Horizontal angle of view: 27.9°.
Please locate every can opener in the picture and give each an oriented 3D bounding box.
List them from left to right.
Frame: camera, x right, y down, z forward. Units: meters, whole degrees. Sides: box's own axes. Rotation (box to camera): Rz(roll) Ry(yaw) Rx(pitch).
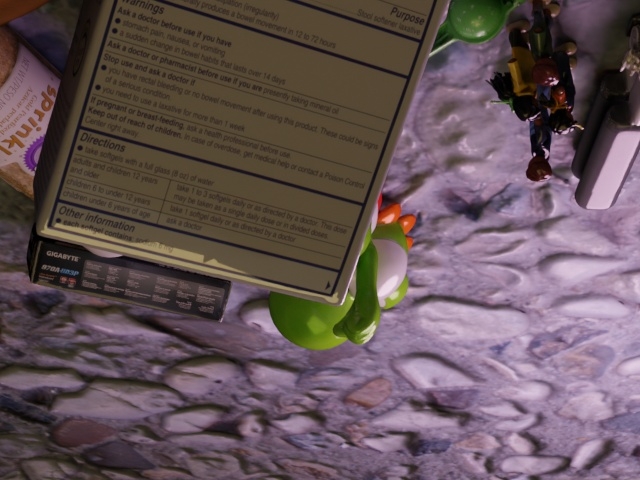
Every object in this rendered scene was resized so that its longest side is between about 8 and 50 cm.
[{"bbox_3d":[0.310,-0.123,1.256,0.093,0.074,0.280,5,149,-5],"label":"can opener"}]

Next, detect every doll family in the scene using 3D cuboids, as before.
[{"bbox_3d":[0.207,-0.135,1.208,0.076,0.111,0.193,-13,146,24],"label":"doll family"}]

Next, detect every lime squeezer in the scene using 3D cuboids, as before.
[{"bbox_3d":[0.135,-0.206,1.118,0.059,0.110,0.310,52,145,5],"label":"lime squeezer"}]

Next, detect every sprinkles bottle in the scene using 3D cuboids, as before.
[{"bbox_3d":[-0.289,-0.116,1.269,0.121,0.121,0.355,-14,145,25],"label":"sprinkles bottle"}]

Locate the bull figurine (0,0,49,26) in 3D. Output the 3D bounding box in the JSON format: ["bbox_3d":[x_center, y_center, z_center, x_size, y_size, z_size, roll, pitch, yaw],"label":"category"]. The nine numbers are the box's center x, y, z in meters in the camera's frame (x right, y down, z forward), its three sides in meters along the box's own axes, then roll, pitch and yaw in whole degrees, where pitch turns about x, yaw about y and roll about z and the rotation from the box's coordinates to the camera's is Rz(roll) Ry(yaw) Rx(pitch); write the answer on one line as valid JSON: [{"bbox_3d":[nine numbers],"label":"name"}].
[{"bbox_3d":[-0.314,-0.216,1.041,0.310,0.188,0.101,-13,145,24],"label":"bull figurine"}]

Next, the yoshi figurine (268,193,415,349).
[{"bbox_3d":[-0.012,0.025,1.400,0.203,0.203,0.362,-9,157,18],"label":"yoshi figurine"}]

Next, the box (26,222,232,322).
[{"bbox_3d":[-0.226,0.035,1.489,0.220,0.051,0.175,13,-175,-15],"label":"box"}]

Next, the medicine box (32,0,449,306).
[{"bbox_3d":[-0.074,-0.123,1.073,0.264,0.149,0.289,15,102,-19],"label":"medicine box"}]
